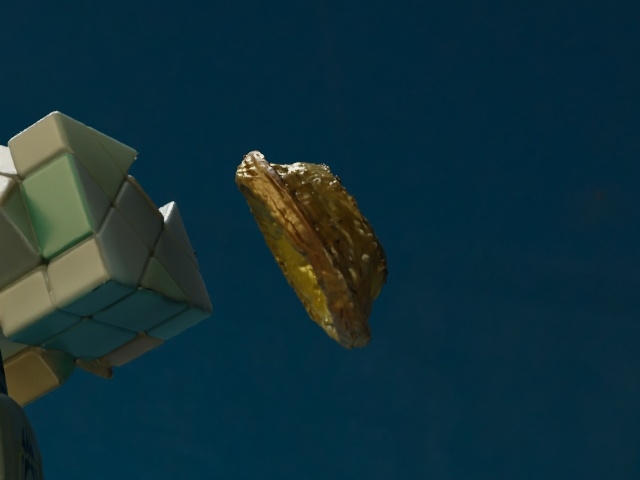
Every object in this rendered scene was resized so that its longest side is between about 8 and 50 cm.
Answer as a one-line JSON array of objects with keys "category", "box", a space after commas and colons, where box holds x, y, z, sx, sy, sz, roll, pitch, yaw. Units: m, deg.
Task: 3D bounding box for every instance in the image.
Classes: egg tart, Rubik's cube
[{"category": "egg tart", "box": [0.000, 0.000, 1.045, 0.074, 0.191, 0.191, -33, -122, -7]}, {"category": "Rubik's cube", "box": [-0.253, 0.028, 1.159, 0.213, 0.265, 0.224, -28, -115, 17]}]

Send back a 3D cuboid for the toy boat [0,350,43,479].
[{"category": "toy boat", "box": [-0.128, 0.064, 0.433, 0.060, 0.055, 0.141, -13, -127, 4]}]
